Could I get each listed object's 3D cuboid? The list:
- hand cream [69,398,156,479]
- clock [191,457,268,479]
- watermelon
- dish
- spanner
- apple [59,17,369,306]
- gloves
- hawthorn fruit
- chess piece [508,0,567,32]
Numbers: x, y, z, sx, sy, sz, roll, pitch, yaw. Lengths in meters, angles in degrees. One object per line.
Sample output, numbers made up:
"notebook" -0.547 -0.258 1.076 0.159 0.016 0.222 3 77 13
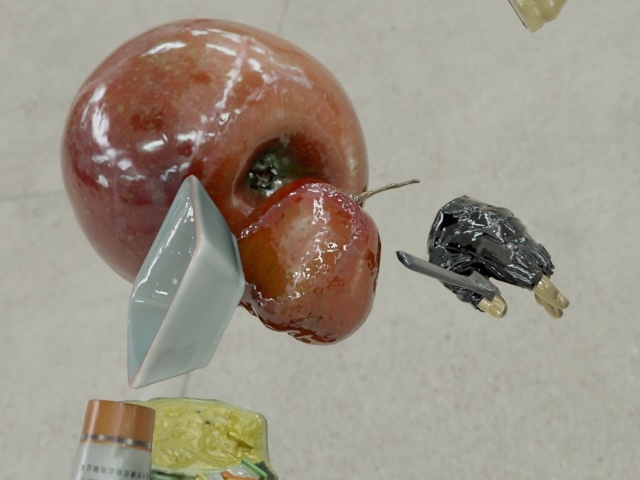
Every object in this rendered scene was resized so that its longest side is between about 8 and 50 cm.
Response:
"hand cream" -0.256 0.352 1.446 0.089 0.139 0.314 -21 55 56
"clock" -0.098 0.337 1.339 0.219 0.106 0.255 28 26 38
"watermelon" -0.212 0.368 1.858 0.330 0.189 0.331 2 6 0
"dish" -0.122 0.035 1.127 0.154 0.064 0.234 -63 18 17
"spanner" 0.137 0.036 1.259 0.012 0.208 0.046 -53 55 14
"apple" -0.118 -0.088 1.397 0.348 0.348 0.277 -40 31 -17
"gloves" 0.239 0.030 1.571 0.203 0.124 0.164 21 52 33
"hawthorn fruit" 0.000 0.000 1.231 0.162 0.162 0.203 36 100 43
"chess piece" 0.212 -0.236 1.024 0.122 0.066 0.066 -34 41 11
